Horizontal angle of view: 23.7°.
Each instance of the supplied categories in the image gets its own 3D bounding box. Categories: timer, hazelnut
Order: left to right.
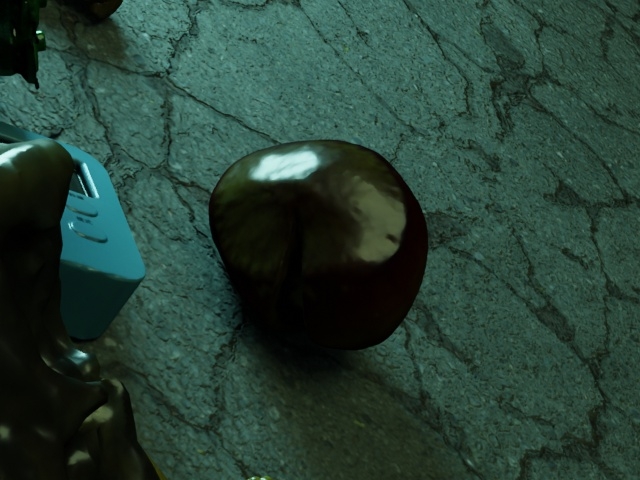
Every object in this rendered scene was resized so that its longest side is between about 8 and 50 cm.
[{"bbox_3d":[-0.295,-0.041,1.461,0.231,0.091,0.250,17,36,-32],"label":"timer"},{"bbox_3d":[0.000,0.000,1.626,0.251,0.217,0.217,29,26,25],"label":"hazelnut"}]

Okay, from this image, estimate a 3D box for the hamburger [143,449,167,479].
[{"bbox_3d":[-0.197,0.215,1.268,0.138,0.083,0.147,46,30,14],"label":"hamburger"}]

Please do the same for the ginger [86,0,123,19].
[{"bbox_3d":[-0.354,-0.377,1.779,0.309,0.107,0.133,28,58,-21],"label":"ginger"}]

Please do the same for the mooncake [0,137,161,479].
[{"bbox_3d":[-0.207,0.158,1.037,0.394,0.393,0.246,26,30,17],"label":"mooncake"}]

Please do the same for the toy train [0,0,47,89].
[{"bbox_3d":[-0.350,-0.258,1.500,0.145,0.266,0.202,-8,77,-13],"label":"toy train"}]

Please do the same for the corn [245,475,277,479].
[{"bbox_3d":[-0.089,0.283,1.306,0.080,0.080,0.231,43,35,2],"label":"corn"}]
